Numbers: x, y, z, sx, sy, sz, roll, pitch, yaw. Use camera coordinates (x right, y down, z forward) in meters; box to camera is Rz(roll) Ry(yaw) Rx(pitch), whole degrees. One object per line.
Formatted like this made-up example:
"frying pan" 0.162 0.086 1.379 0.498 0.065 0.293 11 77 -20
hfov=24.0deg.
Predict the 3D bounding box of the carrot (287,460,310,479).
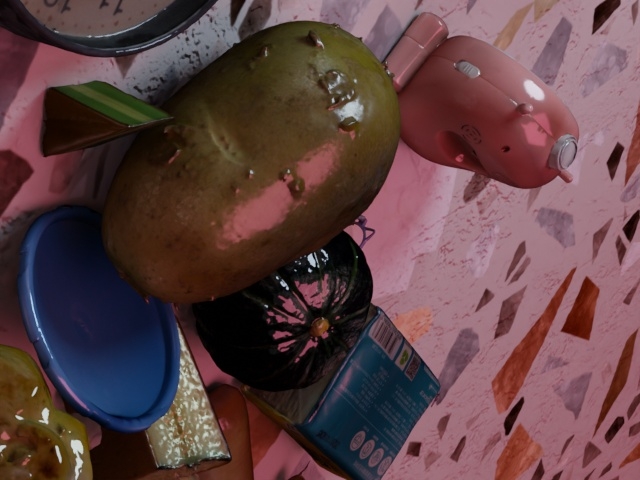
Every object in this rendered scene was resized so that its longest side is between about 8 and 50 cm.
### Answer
"carrot" -0.057 0.433 2.089 0.078 0.078 0.298 -7 115 -52

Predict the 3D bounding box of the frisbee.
"frisbee" -0.228 0.081 1.519 0.242 0.045 0.242 41 37 -40

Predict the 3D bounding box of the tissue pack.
"tissue pack" 0.029 0.190 1.970 0.192 0.134 0.271 -54 146 -11

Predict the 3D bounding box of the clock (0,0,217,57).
"clock" -0.177 -0.350 1.354 0.386 0.076 0.386 -33 137 -38

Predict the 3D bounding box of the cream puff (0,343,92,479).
"cream puff" -0.377 0.242 1.368 0.324 0.291 0.257 -61 180 -29

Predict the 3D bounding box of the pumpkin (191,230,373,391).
"pumpkin" -0.042 0.070 1.751 0.220 0.162 0.220 -16 120 -30

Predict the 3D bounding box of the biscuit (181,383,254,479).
"biscuit" -0.170 0.340 1.872 0.237 0.062 0.290 -32 135 -37

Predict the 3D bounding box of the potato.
"potato" -0.065 -0.079 1.552 0.359 0.219 0.269 -39 163 -39

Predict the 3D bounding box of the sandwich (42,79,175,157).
"sandwich" -0.205 -0.100 1.457 0.074 0.116 0.074 -17 125 -47

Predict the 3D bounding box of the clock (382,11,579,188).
"clock" 0.211 -0.146 1.890 0.142 0.241 0.227 -54 147 -7

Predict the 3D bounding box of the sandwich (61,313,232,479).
"sandwich" -0.203 0.154 1.644 0.122 0.128 0.235 -8 76 -52

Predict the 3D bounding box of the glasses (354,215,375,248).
"glasses" 0.000 0.000 1.863 0.140 0.062 0.104 -52 145 -17
